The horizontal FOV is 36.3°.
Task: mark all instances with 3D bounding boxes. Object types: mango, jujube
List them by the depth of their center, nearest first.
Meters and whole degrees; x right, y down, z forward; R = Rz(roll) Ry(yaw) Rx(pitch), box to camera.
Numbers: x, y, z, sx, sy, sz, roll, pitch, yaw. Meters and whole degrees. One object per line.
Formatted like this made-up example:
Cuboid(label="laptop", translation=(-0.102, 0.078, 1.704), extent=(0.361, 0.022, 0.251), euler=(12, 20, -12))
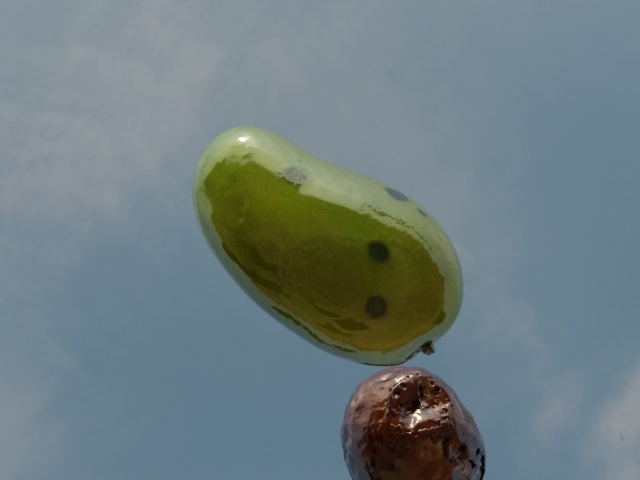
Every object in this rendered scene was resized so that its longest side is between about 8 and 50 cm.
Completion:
Cuboid(label="mango", translation=(0.000, 0.000, 0.910), extent=(0.293, 0.143, 0.175), euler=(37, -122, 13))
Cuboid(label="jujube", translation=(0.110, 0.261, 1.206), extent=(0.183, 0.183, 0.243), euler=(-1, -40, 4))
